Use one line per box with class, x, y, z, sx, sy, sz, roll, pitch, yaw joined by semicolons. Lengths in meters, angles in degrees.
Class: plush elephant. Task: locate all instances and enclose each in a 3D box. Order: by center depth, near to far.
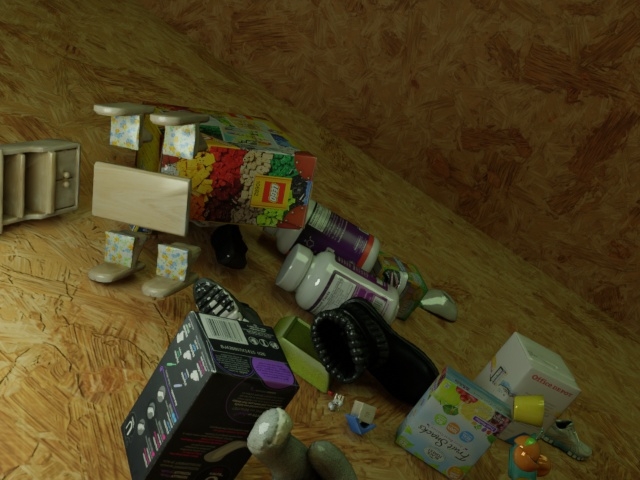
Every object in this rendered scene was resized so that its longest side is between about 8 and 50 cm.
plush elephant;0.013;0.453;1.098;0.255;0.271;0.330;19;-19;43

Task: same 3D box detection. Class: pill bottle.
pill bottle;0.041;0.132;1.985;0.302;0.169;0.169;30;21;-11
pill bottle;0.000;0.000;2.200;0.323;0.181;0.181;30;21;-8

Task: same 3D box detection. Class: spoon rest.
spoon rest;0.355;0.188;2.477;0.276;0.084;0.137;35;17;-37

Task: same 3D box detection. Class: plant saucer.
plant saucer;-0.031;0.255;1.784;0.188;0.045;0.188;34;21;2

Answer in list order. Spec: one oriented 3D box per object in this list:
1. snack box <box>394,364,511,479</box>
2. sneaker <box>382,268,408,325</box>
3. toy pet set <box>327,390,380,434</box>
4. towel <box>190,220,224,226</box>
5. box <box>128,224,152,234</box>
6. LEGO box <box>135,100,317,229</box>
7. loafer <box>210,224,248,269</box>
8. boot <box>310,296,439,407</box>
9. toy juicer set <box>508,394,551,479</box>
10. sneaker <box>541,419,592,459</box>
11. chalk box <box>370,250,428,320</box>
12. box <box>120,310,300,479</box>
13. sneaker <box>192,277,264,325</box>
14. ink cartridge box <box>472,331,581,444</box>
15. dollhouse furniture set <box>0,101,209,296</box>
snack box;0.294;0.411;1.682;0.175;0.207;0.070;32;23;1
sneaker;0.184;0.163;2.153;0.077;0.178;0.072;21;-13;-13
toy pet set;0.078;0.388;1.663;0.122;0.065;0.114;26;-13;-26
towel;-0.323;-0.096;2.003;0.282;0.049;0.187;26;21;39
box;-0.466;-0.089;1.886;0.054;0.059;0.169;7;33;-45
LEGO box;-0.269;-0.208;1.983;0.373;0.193;0.500;4;18;-21
loafer;-0.236;0.016;1.986;0.078;0.080;0.220;42;16;-26
boot;0.131;0.284;1.761;0.348;0.131;0.260;43;13;7
toy juicer set;0.450;0.509;1.620;0.090;0.328;0.209;4;32;12
sneaker;0.706;0.556;2.145;0.191;0.083;0.071;29;20;-15
chalk box;0.231;0.143;2.289;0.213;0.132;0.132;22;24;-27
box;-0.183;0.268;1.213;0.165;0.270;0.143;18;26;-35
sneaker;-0.196;0.164;1.668;0.234;0.078;0.106;47;6;-18
ink cartridge box;0.538;0.403;2.021;0.171;0.232;0.168;28;22;-17
dollhouse furniture set;-0.459;-0.094;1.530;0.394;0.362;0.256;12;16;17
